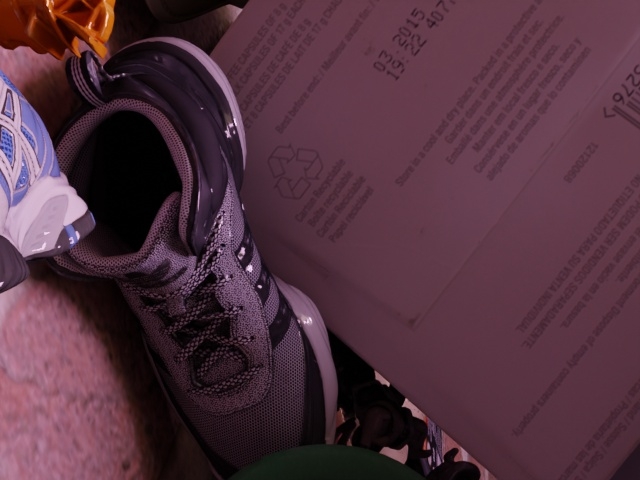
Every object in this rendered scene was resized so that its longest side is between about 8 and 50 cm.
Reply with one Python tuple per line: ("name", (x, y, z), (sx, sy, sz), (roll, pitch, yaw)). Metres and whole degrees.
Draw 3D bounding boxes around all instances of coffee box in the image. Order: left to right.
("coffee box", (0.142, -0.071, 0.850), (0.338, 0.338, 0.334), (39, 7, 9))

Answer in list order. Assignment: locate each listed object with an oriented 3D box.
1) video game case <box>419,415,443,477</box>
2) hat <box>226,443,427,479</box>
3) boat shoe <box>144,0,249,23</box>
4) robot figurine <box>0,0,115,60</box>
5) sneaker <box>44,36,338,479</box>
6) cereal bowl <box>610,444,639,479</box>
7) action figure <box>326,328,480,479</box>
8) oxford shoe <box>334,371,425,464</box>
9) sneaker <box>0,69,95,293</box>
("video game case", (0.113, 0.174, 1.575), (0.275, 0.035, 0.248), (-85, 161, -53))
("hat", (-0.020, 0.219, 0.707), (0.209, 0.173, 0.183), (-60, -176, -13))
("boat shoe", (-0.075, -0.233, 0.846), (0.113, 0.127, 0.340), (49, 21, 0))
("robot figurine", (-0.109, -0.235, 0.517), (0.211, 0.085, 0.291), (33, 70, -75))
("sneaker", (-0.071, 0.027, 0.629), (0.153, 0.101, 0.269), (-36, 109, -77))
("cereal bowl", (0.277, 0.121, 0.734), (0.141, 0.339, 0.339), (36, 7, 9))
("action figure", (0.007, 0.137, 0.805), (0.164, 0.141, 0.275), (36, 3, -44))
("oxford shoe", (0.072, 0.115, 1.166), (0.123, 0.130, 0.348), (67, 16, -47))
("sneaker", (-0.137, -0.015, 0.408), (0.211, 0.080, 0.081), (-95, 165, -80))
